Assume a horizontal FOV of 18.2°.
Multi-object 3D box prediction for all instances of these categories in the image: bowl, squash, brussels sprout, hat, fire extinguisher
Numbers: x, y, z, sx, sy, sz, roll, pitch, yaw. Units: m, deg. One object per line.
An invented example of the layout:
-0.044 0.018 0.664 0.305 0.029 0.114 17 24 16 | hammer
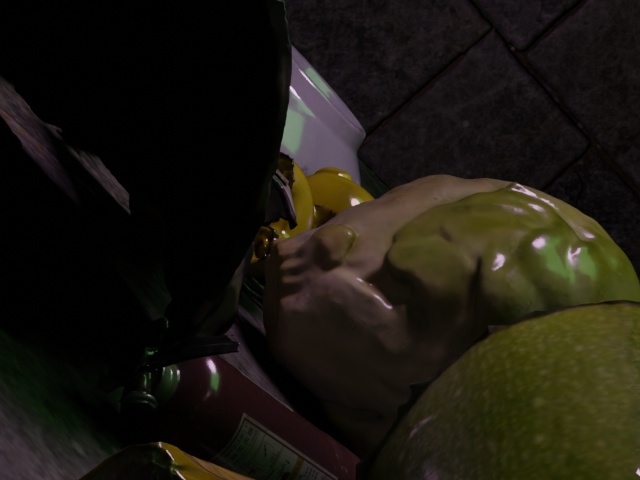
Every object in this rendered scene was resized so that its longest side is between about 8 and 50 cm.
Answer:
-0.058 -0.104 1.964 0.345 0.157 0.345 48 8 -9 | bowl
0.165 0.216 1.068 0.310 0.310 0.309 47 9 -8 | squash
0.111 0.085 1.629 0.273 0.317 0.242 66 24 -49 | brussels sprout
-0.101 -0.108 1.242 0.366 0.382 0.257 53 42 0 | hat
-0.048 0.106 1.162 0.231 0.099 0.071 43 37 -45 | fire extinguisher

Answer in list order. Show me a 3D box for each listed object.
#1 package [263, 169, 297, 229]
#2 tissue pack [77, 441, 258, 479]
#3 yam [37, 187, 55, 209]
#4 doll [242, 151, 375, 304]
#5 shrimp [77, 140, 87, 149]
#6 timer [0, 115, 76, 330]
-0.096 -0.074 1.484 0.232 0.040 0.166 -10 -73 59 | package
-0.054 0.150 0.799 0.082 0.120 0.169 54 10 28 | tissue pack
-0.217 -0.059 1.345 0.107 0.014 0.014 51 7 6 | yam
0.000 0.000 1.771 0.143 0.135 0.221 0 -18 36 | doll
-0.165 -0.069 1.656 0.124 0.034 0.178 55 4 -5 | shrimp
-0.215 -0.040 1.124 0.144 0.055 0.187 39 16 -43 | timer
